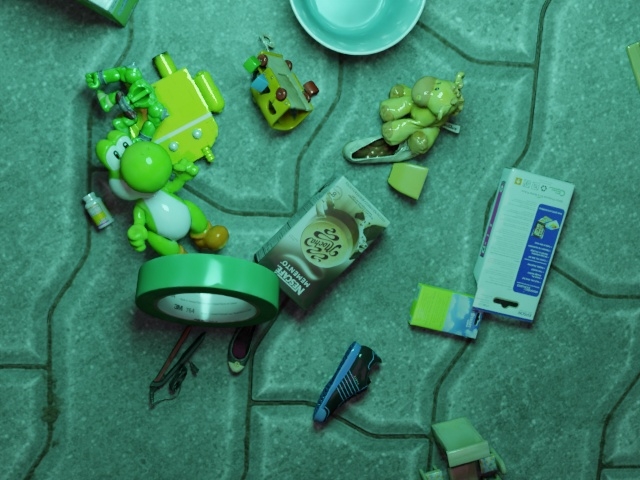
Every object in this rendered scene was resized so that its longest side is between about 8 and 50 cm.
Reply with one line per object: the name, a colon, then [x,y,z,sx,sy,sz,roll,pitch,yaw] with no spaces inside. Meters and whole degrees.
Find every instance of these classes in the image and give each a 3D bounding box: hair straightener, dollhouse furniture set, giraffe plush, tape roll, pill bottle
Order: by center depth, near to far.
tape roll: [-0.254,0.120,1.680,0.321,0.321,0.077,5,68,-8]
giraffe plush: [0.255,-0.310,1.711,0.210,0.170,0.181,1,74,-12]
pill bottle: [-0.525,-0.072,1.744,0.043,0.043,0.083,-30,102,-1]
hair straightener: [-0.347,0.320,1.836,0.089,0.047,0.230,32,95,-11]
dollhouse furniture set: [0.378,0.610,1.926,0.212,0.161,0.242,-14,102,-5]

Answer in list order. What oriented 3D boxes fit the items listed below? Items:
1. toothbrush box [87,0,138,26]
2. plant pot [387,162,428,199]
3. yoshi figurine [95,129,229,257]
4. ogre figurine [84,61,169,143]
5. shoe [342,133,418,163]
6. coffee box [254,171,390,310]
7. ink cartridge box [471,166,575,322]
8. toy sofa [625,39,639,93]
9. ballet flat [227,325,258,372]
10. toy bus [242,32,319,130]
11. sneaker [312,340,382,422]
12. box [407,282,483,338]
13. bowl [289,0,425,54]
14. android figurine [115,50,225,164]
toothbrush box: [-0.490,-0.561,1.537,0.206,0.283,0.122,28,96,-11]
plant pot: [0.209,-0.154,1.809,0.083,0.081,0.081,20,98,0]
yoshi figurine: [-0.350,-0.086,1.643,0.203,0.203,0.362,-23,123,17]
ogre figurine: [-0.418,-0.304,1.639,0.118,0.097,0.197,-29,87,11]
shoe: [0.165,-0.223,1.798,0.219,0.058,0.076,-11,102,-5]
coffee box: [0.000,0.000,1.787,0.168,0.119,0.297,43,92,-13]
ink cartridge box: [0.505,0.011,1.883,0.176,0.069,0.371,13,96,-11]
toy sofa: [0.875,-0.420,1.703,0.177,0.362,0.150,-24,102,4]
ballet flat: [-0.194,0.248,1.842,0.057,0.049,0.173,15,98,-9]
toy bus: [-0.109,-0.350,1.713,0.191,0.202,0.104,38,124,-19]
sneaker: [0.068,0.375,1.884,0.090,0.081,0.232,31,94,-4]
box: [0.325,0.181,1.901,0.178,0.042,0.109,14,99,-10]
bowl: [0.072,-0.572,1.670,0.311,0.163,0.311,-1,100,-7]
android figurine: [-0.345,-0.290,1.723,0.248,0.056,0.273,-26,101,-2]
